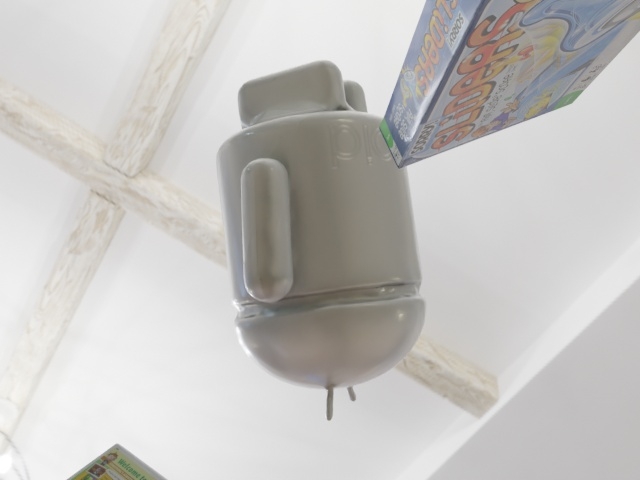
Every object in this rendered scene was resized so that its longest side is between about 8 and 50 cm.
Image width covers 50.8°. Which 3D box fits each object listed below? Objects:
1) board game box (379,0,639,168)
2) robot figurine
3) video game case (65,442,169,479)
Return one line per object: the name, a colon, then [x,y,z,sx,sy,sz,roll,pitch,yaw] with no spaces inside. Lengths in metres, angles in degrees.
board game box: [0.113,-0.112,0.362,0.136,0.201,0.035,-21,-103,-9]
robot figurine: [0.000,0.000,0.707,0.200,0.300,0.353,-10,-97,26]
video game case: [-0.249,0.333,0.755,0.213,0.193,0.023,15,-54,40]
